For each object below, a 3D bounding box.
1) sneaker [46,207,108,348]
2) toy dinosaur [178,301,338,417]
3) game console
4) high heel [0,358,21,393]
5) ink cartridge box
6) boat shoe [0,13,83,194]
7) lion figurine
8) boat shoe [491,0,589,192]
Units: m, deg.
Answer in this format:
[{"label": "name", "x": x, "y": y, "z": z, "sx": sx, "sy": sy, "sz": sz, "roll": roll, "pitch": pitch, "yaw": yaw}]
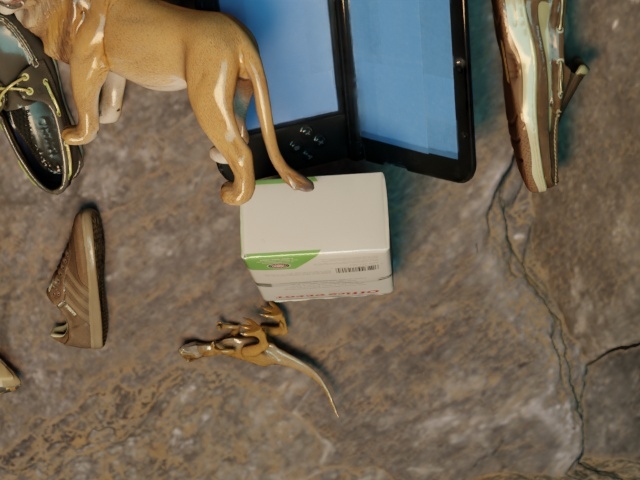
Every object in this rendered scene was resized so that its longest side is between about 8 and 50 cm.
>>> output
[{"label": "sneaker", "x": -0.296, "y": 0.049, "z": 1.891, "sx": 0.071, "sy": 0.066, "sz": 0.188, "roll": 2, "pitch": 117, "yaw": 1}, {"label": "toy dinosaur", "x": -0.066, "y": 0.136, "z": 1.944, "sx": 0.211, "sy": 0.064, "sz": 0.112, "roll": 15, "pitch": 135, "yaw": 4}, {"label": "game console", "x": 0.014, "y": -0.192, "z": 1.690, "sx": 0.250, "sy": 0.173, "sz": 0.293, "roll": -14, "pitch": 118, "yaw": -16}, {"label": "high heel", "x": -0.520, "y": 0.174, "z": 1.968, "sx": 0.261, "sy": 0.093, "sz": 0.186, "roll": 20, "pitch": 136, "yaw": -19}, {"label": "ink cartridge box", "x": 0.000, "y": 0.000, "z": 1.776, "sx": 0.160, "sy": 0.219, "sz": 0.093, "roll": -3, "pitch": 76, "yaw": 3}, {"label": "boat shoe", "x": -0.331, "y": -0.160, "z": 1.781, "sx": 0.081, "sy": 0.069, "sz": 0.228, "roll": -18, "pitch": 116, "yaw": 10}, {"label": "lion figurine", "x": -0.171, "y": -0.201, "z": 1.668, "sx": 0.392, "sy": 0.142, "sz": 0.240, "roll": 17, "pitch": 118, "yaw": 19}, {"label": "boat shoe", "x": 0.254, "y": -0.176, "z": 1.749, "sx": 0.095, "sy": 0.095, "sz": 0.257, "roll": -11, "pitch": 116, "yaw": 0}]
